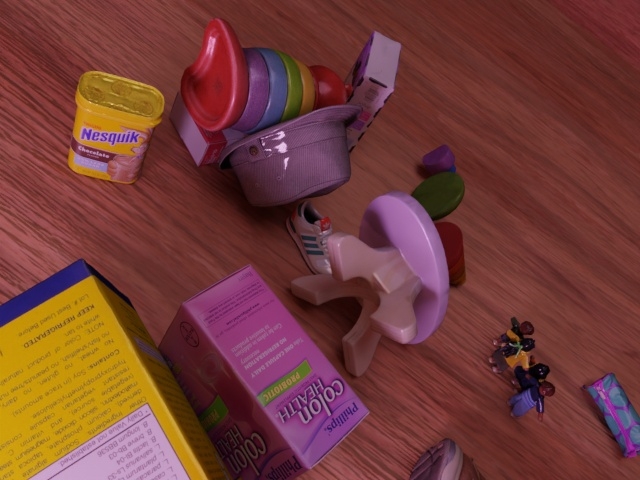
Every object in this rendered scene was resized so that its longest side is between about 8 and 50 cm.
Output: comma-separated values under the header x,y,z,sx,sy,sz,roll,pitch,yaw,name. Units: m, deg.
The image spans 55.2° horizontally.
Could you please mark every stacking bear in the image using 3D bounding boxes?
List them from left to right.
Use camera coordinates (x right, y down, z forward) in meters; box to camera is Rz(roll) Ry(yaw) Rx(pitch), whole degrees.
x,y,z,sx,sy,sz,roll,pitch,yaw,name
-0.074,-0.267,1.105,0.289,0.175,0.164,-4,59,-40,stacking bear

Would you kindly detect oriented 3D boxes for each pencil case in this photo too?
x,y,z,sx,sy,sz,roll,pitch,yaw,name
0.578,0.338,1.187,0.070,0.064,0.151,5,53,-46,pencil case

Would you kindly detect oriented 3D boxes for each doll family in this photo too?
x,y,z,sx,sy,sz,roll,pitch,yaw,name
0.371,0.232,1.114,0.076,0.111,0.193,-3,60,-32,doll family

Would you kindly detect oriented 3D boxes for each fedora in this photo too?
x,y,z,sx,sy,sz,roll,pitch,yaw,name
-0.041,-0.131,1.073,0.244,0.275,0.124,-19,92,-68,fedora

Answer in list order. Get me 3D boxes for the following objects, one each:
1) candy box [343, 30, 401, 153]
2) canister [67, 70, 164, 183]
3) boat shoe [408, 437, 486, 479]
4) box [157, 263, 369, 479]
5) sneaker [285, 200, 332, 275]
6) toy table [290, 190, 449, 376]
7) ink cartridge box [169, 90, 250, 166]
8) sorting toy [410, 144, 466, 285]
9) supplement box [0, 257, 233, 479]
x,y,z,sx,sy,sz,roll,pitch,yaw,name
0.087,-0.309,1.291,0.070,0.196,0.165,24,48,-12,candy box
-0.329,-0.172,0.973,0.126,0.170,0.073,12,53,-22,canister
0.166,0.433,0.848,0.116,0.123,0.324,37,49,-3,boat shoe
-0.095,0.197,0.806,0.243,0.213,0.117,49,48,10,box
0.000,0.000,1.098,0.057,0.075,0.161,-21,69,-38,sneaker
0.089,0.075,0.994,0.161,0.252,0.274,-28,110,-35,toy table
-0.175,-0.222,1.163,0.175,0.072,0.127,-17,68,-37,ink cartridge box
0.267,-0.043,1.288,0.126,0.127,0.365,47,37,-33,sorting toy
-0.236,0.235,0.670,0.194,0.195,0.356,-31,74,-11,supplement box
